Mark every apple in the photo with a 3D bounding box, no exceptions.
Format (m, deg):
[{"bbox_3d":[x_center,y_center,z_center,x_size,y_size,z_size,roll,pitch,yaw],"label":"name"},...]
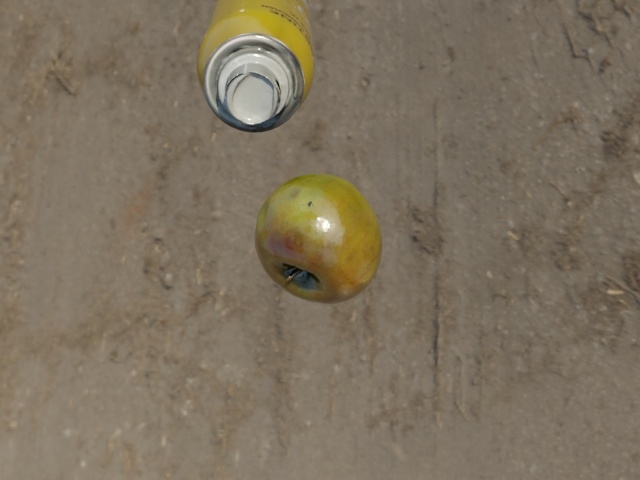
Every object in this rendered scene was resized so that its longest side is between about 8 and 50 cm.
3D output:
[{"bbox_3d":[0.000,0.000,0.572,0.089,0.090,0.074,15,50,46],"label":"apple"}]

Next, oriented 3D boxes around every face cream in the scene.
[{"bbox_3d":[-0.059,-0.191,0.822,0.105,0.105,0.349,-53,18,22],"label":"face cream"}]
